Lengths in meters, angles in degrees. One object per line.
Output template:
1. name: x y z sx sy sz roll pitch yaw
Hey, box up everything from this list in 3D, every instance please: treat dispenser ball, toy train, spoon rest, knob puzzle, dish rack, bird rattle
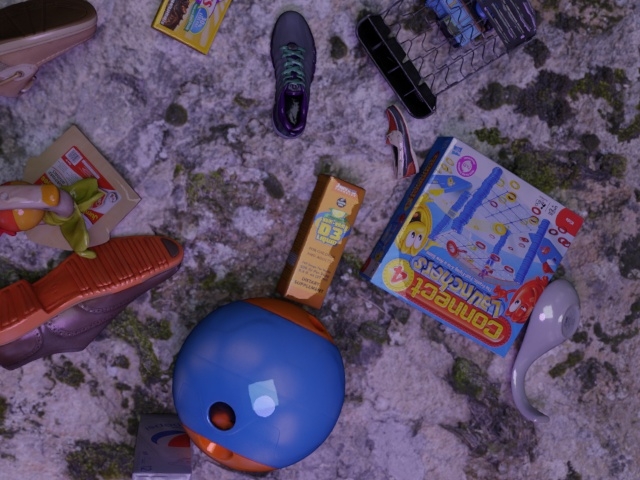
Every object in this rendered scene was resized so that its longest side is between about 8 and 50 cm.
1. treat dispenser ball: -0.102 0.238 1.313 0.289 0.288 0.287 -1 97 -10
2. toy train: 0.240 -0.438 1.406 0.105 0.080 0.184 -36 102 1
3. spoon rest: 0.428 0.206 1.509 0.137 0.084 0.276 15 90 -45
4. knob puzzle: -0.429 -0.069 1.347 0.213 0.030 0.213 0 95 3
5. dish rack: 0.222 -0.362 1.351 0.272 0.074 0.208 -29 105 33
6. bird rattle: -0.480 -0.055 1.245 0.254 0.207 0.143 4 77 -5

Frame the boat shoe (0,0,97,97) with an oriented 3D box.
1. boat shoe: -0.518 -0.295 1.276 0.341 0.121 0.110 -20 137 -5

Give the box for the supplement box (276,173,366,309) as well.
1. supplement box: 0.000 0.000 1.413 0.078 0.080 0.233 20 91 -14

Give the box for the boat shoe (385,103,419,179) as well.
1. boat shoe: 0.141 -0.180 1.434 0.043 0.049 0.136 -19 104 -6

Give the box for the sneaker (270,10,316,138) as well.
1. sneaker: -0.041 -0.288 1.360 0.083 0.098 0.223 -2 97 -10

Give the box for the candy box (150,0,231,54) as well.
1. candy box: -0.200 -0.434 1.340 0.105 0.027 0.205 23 92 -28

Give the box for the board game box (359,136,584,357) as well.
1. board game box: 0.281 0.013 1.461 0.308 0.086 0.301 29 90 -12

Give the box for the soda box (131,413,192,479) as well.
1. soda box: -0.262 0.375 1.301 0.091 0.286 0.098 4 95 -11

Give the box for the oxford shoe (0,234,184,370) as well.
1. oxford shoe: -0.400 0.103 1.349 0.364 0.130 0.132 -23 133 -14
